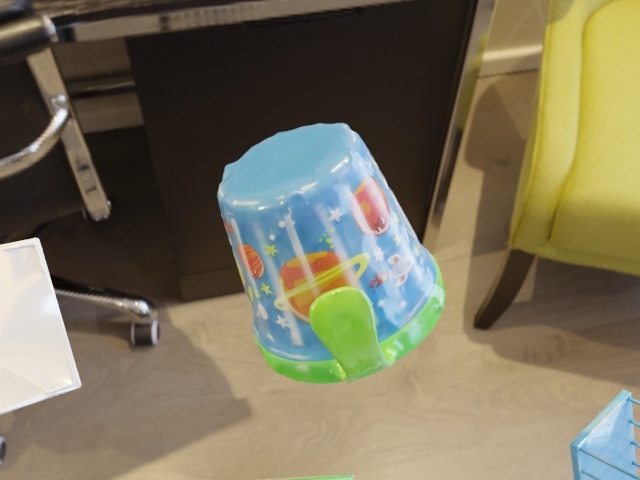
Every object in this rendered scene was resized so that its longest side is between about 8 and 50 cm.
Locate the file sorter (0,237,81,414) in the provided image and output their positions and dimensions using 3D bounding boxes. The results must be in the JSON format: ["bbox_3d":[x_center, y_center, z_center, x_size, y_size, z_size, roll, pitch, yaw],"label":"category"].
[{"bbox_3d":[-0.473,0.134,0.913,0.277,0.173,0.193,-15,85,-41],"label":"file sorter"}]

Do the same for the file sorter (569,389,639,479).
[{"bbox_3d":[0.397,0.303,0.959,0.118,0.170,0.104,-33,33,-27],"label":"file sorter"}]

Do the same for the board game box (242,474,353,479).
[{"bbox_3d":[-0.059,0.427,0.838,0.213,0.046,0.317,4,73,-22],"label":"board game box"}]

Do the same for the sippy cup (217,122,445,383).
[{"bbox_3d":[0.000,0.000,0.857,0.240,0.224,0.305,-40,34,-28],"label":"sippy cup"}]
